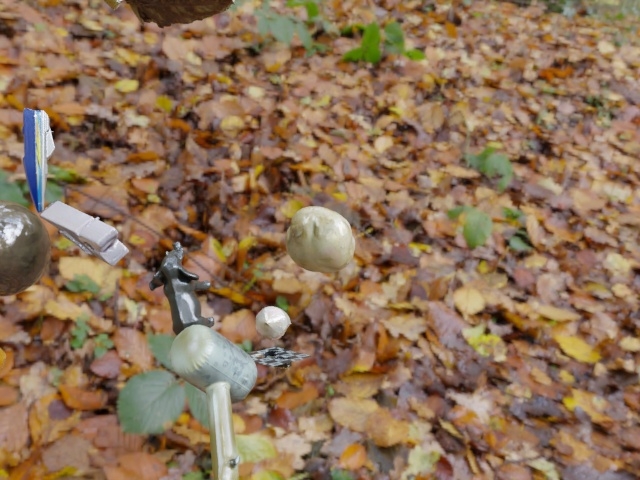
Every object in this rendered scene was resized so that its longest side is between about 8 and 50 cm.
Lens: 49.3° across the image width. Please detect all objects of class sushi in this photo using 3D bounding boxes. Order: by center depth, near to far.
[{"bbox_3d":[-0.126,0.334,1.925,0.139,0.031,0.201,-7,5,-35],"label":"sushi"}]

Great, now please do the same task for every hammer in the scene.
[{"bbox_3d":[-0.189,0.317,1.296,0.113,0.202,0.305,-27,49,17],"label":"hammer"}]

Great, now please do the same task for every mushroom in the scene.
[{"bbox_3d":[0.000,0.000,1.334,0.148,0.148,0.112,15,60,14],"label":"mushroom"}]

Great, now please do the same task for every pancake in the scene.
[{"bbox_3d":[-0.290,-0.497,1.315,0.257,0.056,0.212,-8,-29,22],"label":"pancake"}]

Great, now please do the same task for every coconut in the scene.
[{"bbox_3d":[-0.152,0.264,2.213,0.110,0.110,0.124,14,0,13],"label":"coconut"}]

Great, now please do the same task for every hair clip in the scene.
[{"bbox_3d":[-0.623,-0.026,1.847,0.331,0.101,0.085,18,52,43],"label":"hair clip"}]

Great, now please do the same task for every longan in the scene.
[{"bbox_3d":[-0.915,0.023,1.961,0.297,0.297,0.297,7,22,-3],"label":"longan"}]

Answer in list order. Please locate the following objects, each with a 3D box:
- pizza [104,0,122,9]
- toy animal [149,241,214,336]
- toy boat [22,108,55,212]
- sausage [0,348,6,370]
[{"bbox_3d":[-0.485,-0.610,1.601,0.080,0.204,0.188,-31,-5,38],"label":"pizza"},{"bbox_3d":[-0.311,0.120,1.622,0.115,0.245,0.146,-27,-6,9],"label":"toy animal"},{"bbox_3d":[-0.822,-0.226,2.037,0.088,0.295,0.129,-1,-6,-24],"label":"toy boat"},{"bbox_3d":[-0.577,0.237,1.076,0.098,0.098,0.238,12,33,7],"label":"sausage"}]
